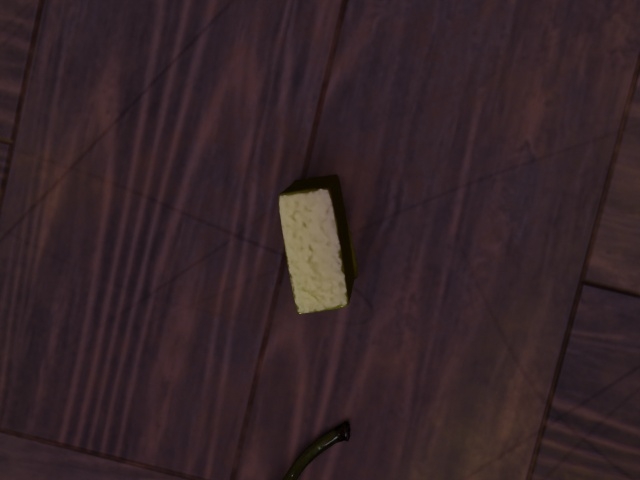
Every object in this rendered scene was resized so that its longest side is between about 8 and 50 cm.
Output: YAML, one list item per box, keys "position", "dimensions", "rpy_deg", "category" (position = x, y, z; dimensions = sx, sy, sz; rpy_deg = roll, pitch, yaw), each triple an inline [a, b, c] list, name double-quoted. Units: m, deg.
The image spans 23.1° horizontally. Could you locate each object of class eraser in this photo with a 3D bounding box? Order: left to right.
- position: [0.000, 0.000, 1.272]
  dimensions: [0.045, 0.122, 0.097]
  rpy_deg: [-10, 96, 7]
  category: "eraser"

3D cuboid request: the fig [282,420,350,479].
- position: [-0.034, 0.259, 1.325]
  dimensions: [0.124, 0.124, 0.236]
  rpy_deg: [19, 84, 1]
  category: "fig"
